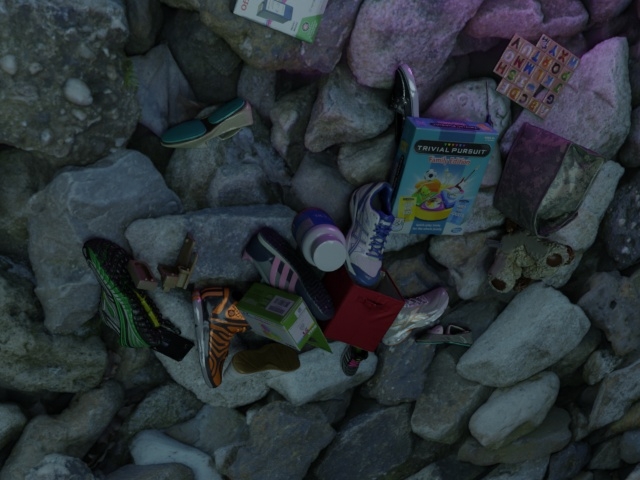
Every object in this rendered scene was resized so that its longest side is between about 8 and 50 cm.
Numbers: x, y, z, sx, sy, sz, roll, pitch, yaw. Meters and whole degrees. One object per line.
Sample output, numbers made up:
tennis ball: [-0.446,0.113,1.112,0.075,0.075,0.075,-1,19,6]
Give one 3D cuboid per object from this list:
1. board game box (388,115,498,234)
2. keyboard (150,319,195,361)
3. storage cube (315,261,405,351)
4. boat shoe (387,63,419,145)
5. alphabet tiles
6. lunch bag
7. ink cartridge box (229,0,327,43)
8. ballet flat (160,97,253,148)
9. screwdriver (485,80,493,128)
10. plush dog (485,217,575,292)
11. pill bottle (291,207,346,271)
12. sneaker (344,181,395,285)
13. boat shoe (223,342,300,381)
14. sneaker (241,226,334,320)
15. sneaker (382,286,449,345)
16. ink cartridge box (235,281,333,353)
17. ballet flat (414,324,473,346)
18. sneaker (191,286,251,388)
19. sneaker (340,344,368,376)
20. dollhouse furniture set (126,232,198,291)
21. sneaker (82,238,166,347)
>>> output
board game box: [0.330,-0.176,1.813,0.254,0.079,0.335,1,124,-18]
keyboard: [-0.458,0.282,1.868,0.180,0.023,0.108,33,107,-26]
storage cube: [0.104,0.184,1.875,0.184,0.215,0.193,21,112,-23]
boat shoe: [0.221,-0.367,1.745,0.076,0.080,0.228,-17,124,-9]
alphabet tiles: [0.617,-0.488,1.834,0.237,0.009,0.198,23,105,-23]
lunch bag: [0.650,-0.165,1.855,0.169,0.235,0.286,17,107,-24]
ink cartridge box: [-0.097,-0.593,1.547,0.213,0.093,0.154,17,108,-19]
ballet flat: [-0.287,-0.282,1.642,0.249,0.086,0.086,-25,117,-5]
screwdriver: [0.491,-0.379,1.844,0.025,0.024,0.169,-20,113,-39]
plush dog: [0.669,0.054,2.014,0.263,0.210,0.225,-32,136,31]
pill bottle: [0.000,0.000,1.757,0.124,0.221,0.124,-6,114,-13]
sneaker: [0.142,-0.026,1.758,0.112,0.131,0.296,10,72,-32]
boat shoe: [-0.180,0.377,1.917,0.277,0.098,0.096,8,138,-48]
sneaker: [-0.094,0.117,1.794,0.131,0.112,0.319,-44,79,24]
sneaker: [0.283,0.219,2.003,0.262,0.099,0.121,-36,113,1]
ink cartridge box: [-0.096,0.251,1.790,0.097,0.189,0.255,-51,133,-27]
ballet flat: [0.409,0.313,2.102,0.213,0.072,0.068,6,84,-18]
sneaker: [-0.272,0.286,1.862,0.180,0.124,0.320,-7,114,-11]
sneaker: [0.113,0.372,2.031,0.063,0.075,0.170,10,110,-19]
dollhouse furniture set: [-0.415,0.051,1.690,0.151,0.144,0.123,13,109,-36]
sneaker: [-0.561,0.156,1.724,0.147,0.134,0.343,-17,108,14]
